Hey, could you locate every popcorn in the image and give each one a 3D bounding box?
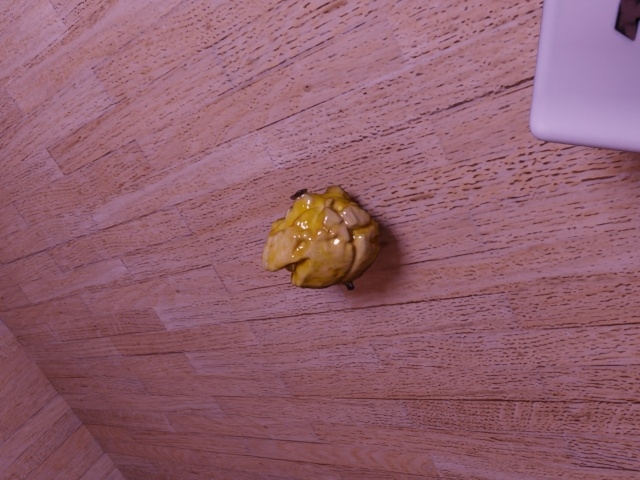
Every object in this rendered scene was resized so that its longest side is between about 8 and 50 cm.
[{"bbox_3d":[0.000,0.000,0.751,0.167,0.148,0.152,-24,84,32],"label":"popcorn"}]

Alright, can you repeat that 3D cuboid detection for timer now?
[{"bbox_3d":[0.271,-0.178,0.394,0.194,0.192,0.195,12,128,27],"label":"timer"}]
